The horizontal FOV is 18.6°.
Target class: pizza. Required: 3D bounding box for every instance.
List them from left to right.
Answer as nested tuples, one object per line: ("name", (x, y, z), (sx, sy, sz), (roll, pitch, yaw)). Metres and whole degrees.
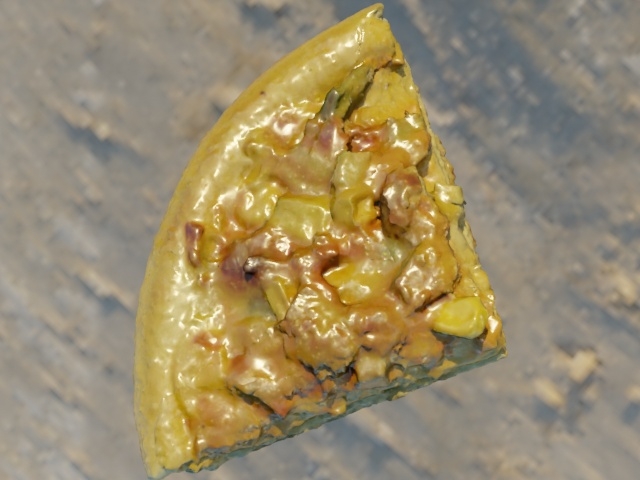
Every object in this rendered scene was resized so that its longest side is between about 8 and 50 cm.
("pizza", (-0.033, 0.002, 1.327), (0.087, 0.268, 0.258), (43, -155, -68))
